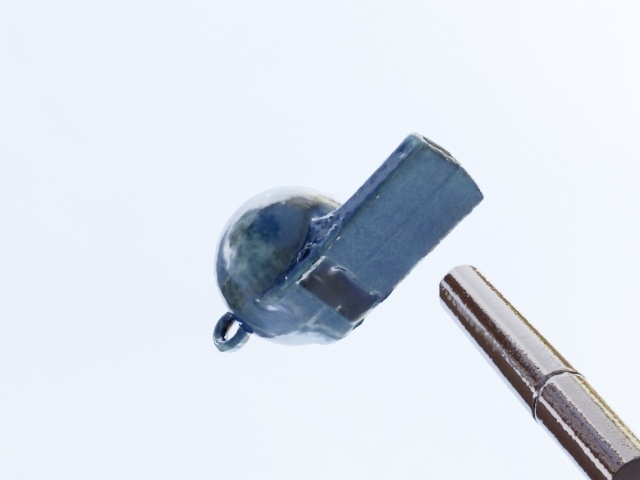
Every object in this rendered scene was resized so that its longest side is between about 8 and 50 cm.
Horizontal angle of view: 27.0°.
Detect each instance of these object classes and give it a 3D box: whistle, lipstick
[{"bbox_3d":[0.000,0.000,0.675,0.090,0.090,0.158,41,-80,-17],"label":"whistle"},{"bbox_3d":[0.183,0.112,1.124,0.057,0.356,0.057,-6,-66,-14],"label":"lipstick"}]
